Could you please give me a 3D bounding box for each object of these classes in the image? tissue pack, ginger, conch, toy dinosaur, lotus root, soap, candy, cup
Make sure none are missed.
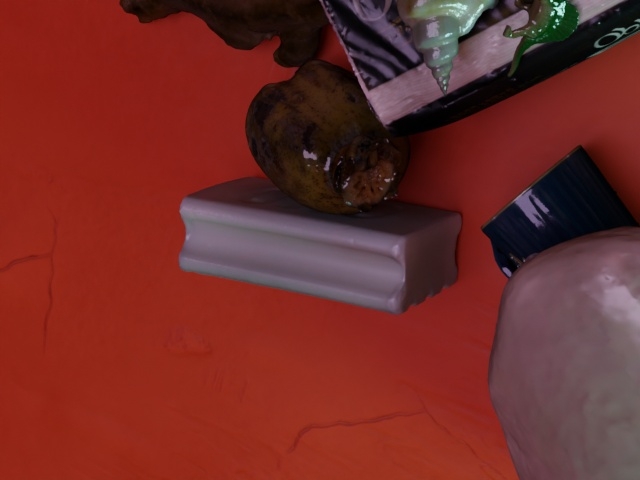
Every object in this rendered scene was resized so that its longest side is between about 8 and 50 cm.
[{"bbox_3d":[0.209,-0.259,1.523,0.370,0.210,0.198,-25,87,30],"label":"tissue pack"},{"bbox_3d":[-0.090,-0.270,1.752,0.333,0.080,0.166,13,142,27],"label":"ginger"},{"bbox_3d":[0.110,-0.219,1.436,0.088,0.065,0.180,-2,99,30],"label":"conch"},{"bbox_3d":[0.197,-0.192,1.426,0.060,0.029,0.119,19,119,0],"label":"toy dinosaur"},{"bbox_3d":[0.017,-0.096,1.653,0.278,0.154,0.154,-139,53,-60],"label":"lotus root"},{"bbox_3d":[0.000,0.000,1.725,0.265,0.160,0.087,11,105,27],"label":"soap"},{"bbox_3d":[0.327,0.165,1.499,0.386,0.186,0.427,-10,124,34],"label":"candy"},{"bbox_3d":[0.251,0.012,1.622,0.155,0.131,0.176,50,149,6],"label":"cup"}]
